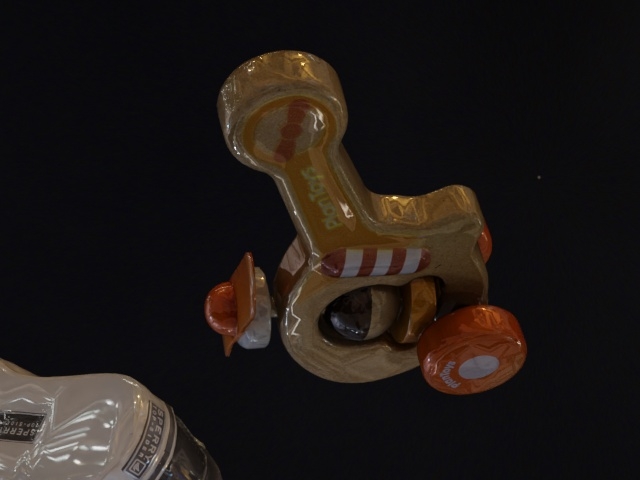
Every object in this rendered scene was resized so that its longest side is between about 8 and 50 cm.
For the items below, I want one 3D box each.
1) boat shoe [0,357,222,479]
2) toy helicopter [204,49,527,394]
[{"bbox_3d":[-0.184,0.140,0.828,0.301,0.102,0.108,-4,-127,42],"label":"boat shoe"},{"bbox_3d":[0.000,0.000,0.896,0.235,0.355,0.140,-18,-130,8],"label":"toy helicopter"}]
